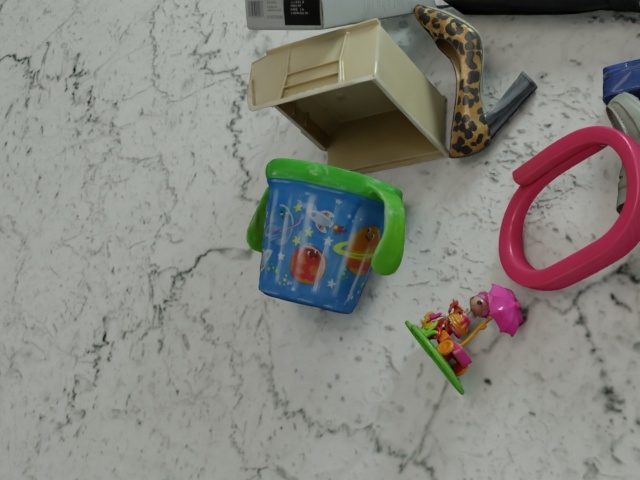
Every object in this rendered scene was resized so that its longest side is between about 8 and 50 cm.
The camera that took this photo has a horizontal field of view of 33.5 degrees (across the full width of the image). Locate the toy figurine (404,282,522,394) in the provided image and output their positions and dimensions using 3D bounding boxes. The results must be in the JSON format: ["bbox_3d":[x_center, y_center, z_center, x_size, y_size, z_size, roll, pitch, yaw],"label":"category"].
[{"bbox_3d":[0.231,0.129,1.637,0.159,0.130,0.173,-37,26,-2],"label":"toy figurine"}]

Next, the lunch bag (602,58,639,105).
[{"bbox_3d":[0.488,-0.244,1.648,0.098,0.067,0.065,-10,63,30],"label":"lunch bag"}]

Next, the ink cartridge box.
[{"bbox_3d":[0.059,-0.415,1.858,0.176,0.371,0.069,10,109,41],"label":"ink cartridge box"}]

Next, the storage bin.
[{"bbox_3d":[0.048,-0.231,1.821,0.260,0.262,0.123,-10,61,31],"label":"storage bin"}]

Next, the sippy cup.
[{"bbox_3d":[0.000,0.000,1.782,0.240,0.305,0.224,15,86,-6],"label":"sippy cup"}]

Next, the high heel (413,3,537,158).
[{"bbox_3d":[0.210,-0.271,1.800,0.261,0.093,0.186,43,90,16],"label":"high heel"}]

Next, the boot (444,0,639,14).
[{"bbox_3d":[0.448,-0.544,1.790,0.445,0.146,0.367,11,72,43],"label":"boot"}]

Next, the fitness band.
[{"bbox_3d":[0.371,-0.044,1.575,0.291,0.054,0.209,-37,51,46],"label":"fitness band"}]

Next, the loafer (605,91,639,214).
[{"bbox_3d":[0.477,-0.078,1.545,0.111,0.112,0.319,-25,56,13],"label":"loafer"}]
